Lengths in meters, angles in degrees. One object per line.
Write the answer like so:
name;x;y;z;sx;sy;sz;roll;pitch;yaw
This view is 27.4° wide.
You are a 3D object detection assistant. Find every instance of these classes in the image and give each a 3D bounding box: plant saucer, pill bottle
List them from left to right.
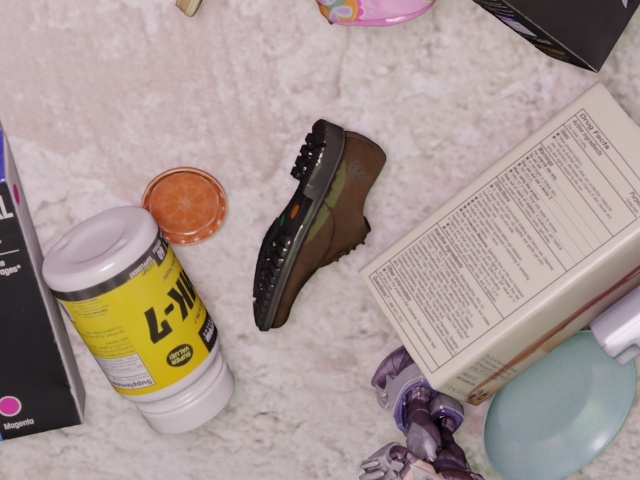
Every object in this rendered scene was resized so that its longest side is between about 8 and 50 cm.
pill bottle;-0.171;0.081;1.280;0.119;0.119;0.208;-24;119;5
plant saucer;-0.133;-0.034;1.284;0.083;0.013;0.083;-4;119;-7
plant saucer;0.251;0.174;1.423;0.195;0.037;0.195;-11;119;-21

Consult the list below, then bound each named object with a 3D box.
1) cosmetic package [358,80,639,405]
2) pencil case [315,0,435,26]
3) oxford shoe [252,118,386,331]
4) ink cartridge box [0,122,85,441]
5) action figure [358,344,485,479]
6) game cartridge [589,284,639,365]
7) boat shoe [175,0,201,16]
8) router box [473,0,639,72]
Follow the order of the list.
cosmetic package;0.207;0.009;1.262;0.296;0.153;0.129;-38;152;13
pencil case;0.027;-0.320;1.100;0.124;0.124;0.284;-17;119;1
oxford shoe;0.000;0.000;1.285;0.096;0.083;0.227;17;115;-21
ink cartridge box;-0.356;0.034;1.263;0.176;0.069;0.371;-12;117;-2
action figure;0.121;0.227;1.306;0.099;0.285;0.185;-43;115;15
game cartridge;0.360;0.037;1.264;0.198;0.297;0.062;-43;78;11
boat shoe;-0.110;-0.272;1.140;0.048;0.056;0.153;13;114;-4
router box;0.208;-0.330;1.071;0.243;0.081;0.309;29;94;-33
